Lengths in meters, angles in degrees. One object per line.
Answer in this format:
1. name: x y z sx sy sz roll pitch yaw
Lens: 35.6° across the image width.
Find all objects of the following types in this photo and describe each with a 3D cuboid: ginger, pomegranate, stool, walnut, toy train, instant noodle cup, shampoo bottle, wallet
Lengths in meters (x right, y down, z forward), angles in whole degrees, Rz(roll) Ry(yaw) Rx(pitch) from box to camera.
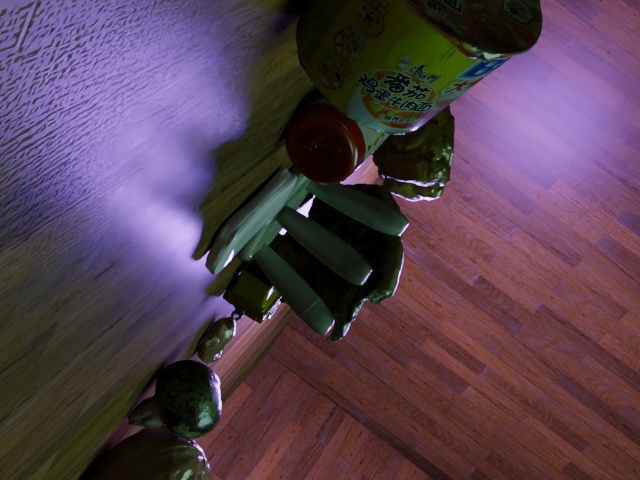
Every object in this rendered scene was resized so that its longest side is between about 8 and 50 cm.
1. ginger: -0.211 0.203 1.966 0.069 0.051 0.173 -44 176 -32
2. pomegranate: -0.244 0.285 1.732 0.163 0.138 0.125 -35 145 20
3. stool: 0.000 0.000 1.574 0.195 0.198 0.195 -51 175 -46
4. walnut: -0.307 0.436 1.771 0.245 0.198 0.198 -35 177 4
5. toy train: -0.089 0.058 1.801 0.219 0.089 0.127 -49 170 -35
6. instant noodle cup: 0.076 -0.204 0.909 0.153 0.205 0.205 -43 -176 42
7. shampoo bottle: 0.059 -0.182 1.354 0.278 0.104 0.104 -49 174 -48
8. wallet: -0.095 -0.032 1.392 0.190 0.033 0.095 -48 175 -42

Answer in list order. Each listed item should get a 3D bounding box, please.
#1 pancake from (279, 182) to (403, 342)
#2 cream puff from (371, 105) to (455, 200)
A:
1. pancake: 0.047 0.032 1.842 0.305 0.067 0.426 -60 -154 -5
2. cream puff: 0.210 -0.204 2.199 0.244 0.196 0.244 -6 90 -68
